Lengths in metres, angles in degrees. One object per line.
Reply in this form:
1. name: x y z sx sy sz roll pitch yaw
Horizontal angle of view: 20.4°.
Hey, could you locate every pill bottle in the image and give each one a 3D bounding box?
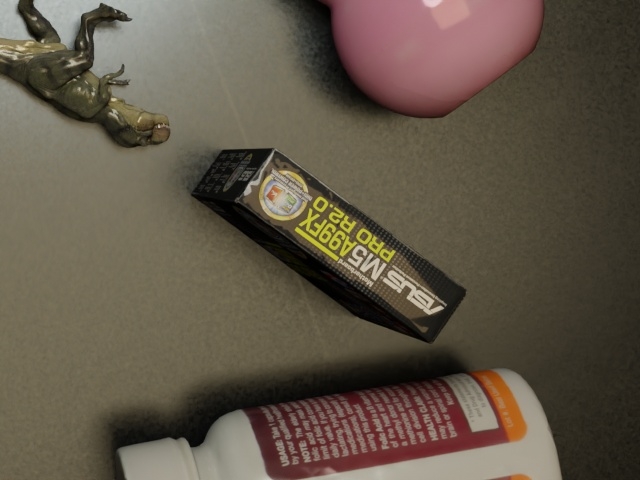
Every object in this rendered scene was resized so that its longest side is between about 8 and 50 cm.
1. pill bottle: 0.014 0.257 1.684 0.392 0.224 0.224 -8 95 -11

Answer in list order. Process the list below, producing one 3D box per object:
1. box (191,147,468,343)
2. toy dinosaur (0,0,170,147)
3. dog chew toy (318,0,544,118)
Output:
1. box: 0.000 0.000 1.642 0.216 0.270 0.060 36 85 -12
2. toy dinosaur: -0.252 -0.181 1.686 0.268 0.064 0.118 24 95 -9
3. dog chew toy: 0.061 -0.280 1.682 0.206 0.206 0.332 -37 91 -8
